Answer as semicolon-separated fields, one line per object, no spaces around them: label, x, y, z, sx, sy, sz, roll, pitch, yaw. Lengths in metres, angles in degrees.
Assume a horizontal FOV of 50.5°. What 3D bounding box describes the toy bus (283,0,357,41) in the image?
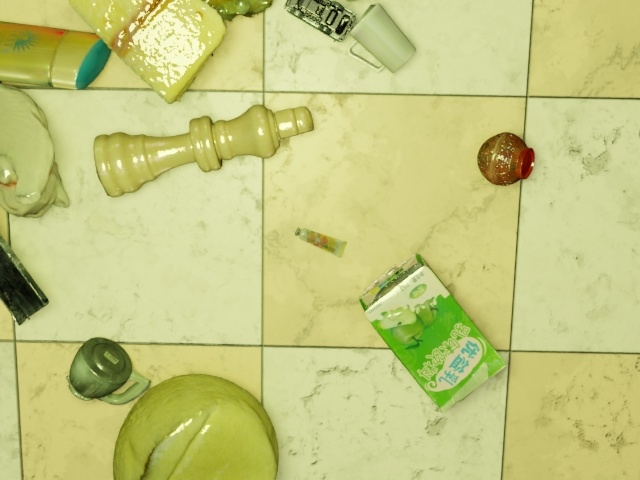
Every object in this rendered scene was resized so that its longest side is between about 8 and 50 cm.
toy bus;0.000;-0.409;1.224;0.122;0.075;0.060;29;99;-5

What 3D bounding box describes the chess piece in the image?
chess piece;-0.207;-0.176;1.248;0.396;0.117;0.117;-12;99;1

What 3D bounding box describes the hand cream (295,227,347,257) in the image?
hand cream;0.000;0.000;1.319;0.102;0.022;0.035;22;91;-7

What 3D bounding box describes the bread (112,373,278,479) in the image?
bread;-0.239;0.414;1.287;0.320;0.237;0.321;-4;108;-12

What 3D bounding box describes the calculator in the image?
calculator;-0.616;0.037;1.281;0.161;0.021;0.262;-24;102;44

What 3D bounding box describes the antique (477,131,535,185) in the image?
antique;0.339;-0.151;1.255;0.104;0.104;0.104;0;99;0

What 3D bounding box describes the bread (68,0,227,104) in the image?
bread;-0.284;-0.383;1.182;0.178;0.135;0.240;-44;105;9

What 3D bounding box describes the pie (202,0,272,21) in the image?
pie;-0.222;-0.547;1.189;0.354;0.103;0.289;25;97;-4

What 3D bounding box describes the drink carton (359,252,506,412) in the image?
drink carton;0.206;0.175;1.301;0.161;0.108;0.271;-39;97;6

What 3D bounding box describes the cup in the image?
cup;0.103;-0.360;1.242;0.116;0.074;0.104;44;121;-11

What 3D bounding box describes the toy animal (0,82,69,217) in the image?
toy animal;-0.605;-0.167;1.241;0.307;0.188;0.266;0;75;6

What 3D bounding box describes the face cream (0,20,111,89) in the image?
face cream;-0.530;-0.336;1.220;0.284;0.067;0.139;7;54;-2

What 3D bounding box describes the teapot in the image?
teapot;-0.429;0.262;1.336;0.108;0.149;0.111;-43;58;21
